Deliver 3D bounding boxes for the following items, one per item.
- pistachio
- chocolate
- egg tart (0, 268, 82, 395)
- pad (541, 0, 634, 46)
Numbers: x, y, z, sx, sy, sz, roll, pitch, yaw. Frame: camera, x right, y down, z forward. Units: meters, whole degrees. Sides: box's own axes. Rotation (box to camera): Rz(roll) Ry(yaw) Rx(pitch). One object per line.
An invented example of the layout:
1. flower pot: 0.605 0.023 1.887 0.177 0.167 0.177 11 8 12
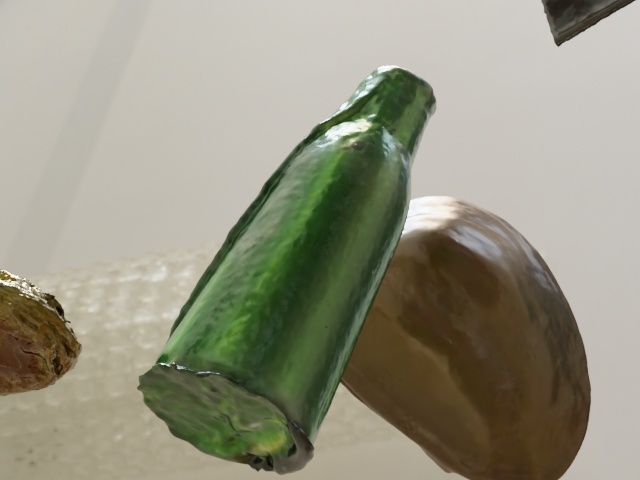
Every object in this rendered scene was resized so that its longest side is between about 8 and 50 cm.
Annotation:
1. pistachio: 0.132 0.088 0.988 0.260 0.213 0.163 45 168 2
2. chocolate: 0.000 0.000 0.713 0.291 0.110 0.110 -61 -42 -35
3. egg tart: -0.218 0.055 0.746 0.130 0.130 0.052 57 -154 -44
4. pad: 0.178 -0.267 0.532 0.007 0.248 0.367 40 -148 -37
